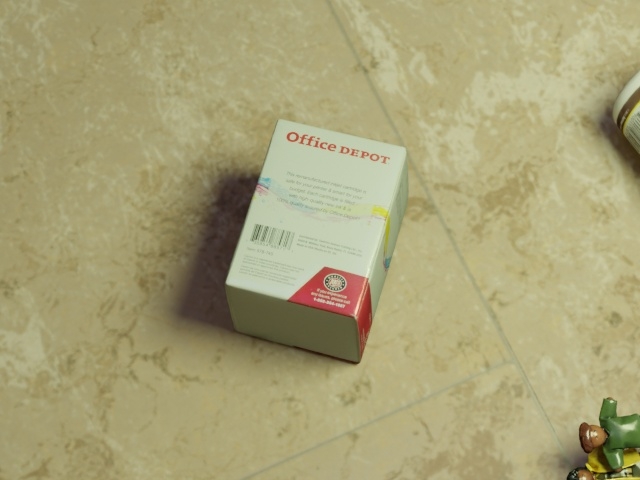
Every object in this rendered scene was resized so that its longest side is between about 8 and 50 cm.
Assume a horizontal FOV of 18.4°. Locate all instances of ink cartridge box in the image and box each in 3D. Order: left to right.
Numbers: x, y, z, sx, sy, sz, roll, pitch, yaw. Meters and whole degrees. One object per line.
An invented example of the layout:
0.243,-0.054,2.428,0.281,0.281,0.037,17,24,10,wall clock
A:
0.000,0.000,1.828,0.128,0.127,0.176,14,69,9,ink cartridge box

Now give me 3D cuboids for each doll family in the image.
0.271,0.238,1.746,0.111,0.076,0.193,-6,70,-5,doll family

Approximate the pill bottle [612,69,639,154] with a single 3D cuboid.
0.379,-0.076,1.847,0.117,0.117,0.215,-32,70,-10,pill bottle
